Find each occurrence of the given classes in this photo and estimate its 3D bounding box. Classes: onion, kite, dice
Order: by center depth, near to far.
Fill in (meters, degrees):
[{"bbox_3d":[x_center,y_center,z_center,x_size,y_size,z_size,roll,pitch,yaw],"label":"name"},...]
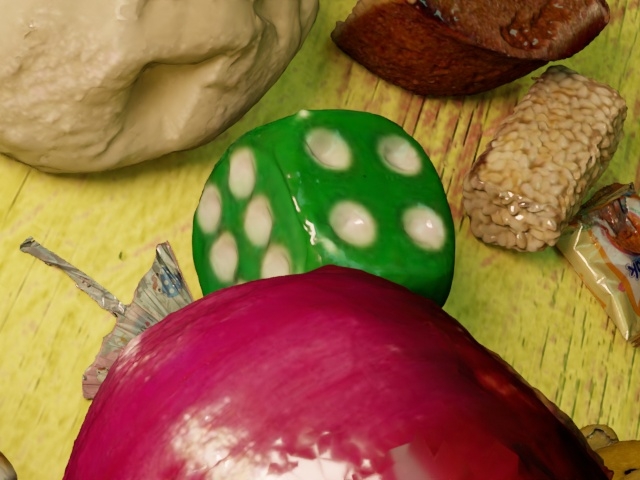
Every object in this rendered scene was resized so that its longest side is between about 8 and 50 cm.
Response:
[{"bbox_3d":[-0.020,0.210,0.881,0.385,0.348,0.348,-43,89,-9],"label":"onion"},{"bbox_3d":[-0.118,0.046,1.098,0.156,0.011,0.139,37,44,-9],"label":"kite"},{"bbox_3d":[0.000,0.000,1.126,0.120,0.131,0.128,0,62,-35],"label":"dice"}]

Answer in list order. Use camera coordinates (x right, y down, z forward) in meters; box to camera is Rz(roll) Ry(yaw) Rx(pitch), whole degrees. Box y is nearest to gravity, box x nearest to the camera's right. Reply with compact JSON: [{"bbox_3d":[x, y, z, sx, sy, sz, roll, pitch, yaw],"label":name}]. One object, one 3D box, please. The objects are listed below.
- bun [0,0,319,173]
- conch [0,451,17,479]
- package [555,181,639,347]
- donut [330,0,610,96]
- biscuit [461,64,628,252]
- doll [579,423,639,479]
[{"bbox_3d":[-0.155,-0.223,1.115,0.359,0.211,0.360,18,51,-23],"label":"bun"},{"bbox_3d":[-0.287,0.067,0.839,0.368,0.197,0.249,44,29,-6],"label":"conch"},{"bbox_3d":[0.232,0.016,1.349,0.108,0.031,0.121,-25,77,-43],"label":"package"},{"bbox_3d":[0.104,-0.162,1.317,0.144,0.126,0.186,53,49,-3],"label":"donut"},{"bbox_3d":[0.166,-0.059,1.325,0.082,0.070,0.168,20,44,18],"label":"biscuit"},{"bbox_3d":[0.198,0.210,1.150,0.137,0.097,0.209,24,54,0],"label":"doll"}]
